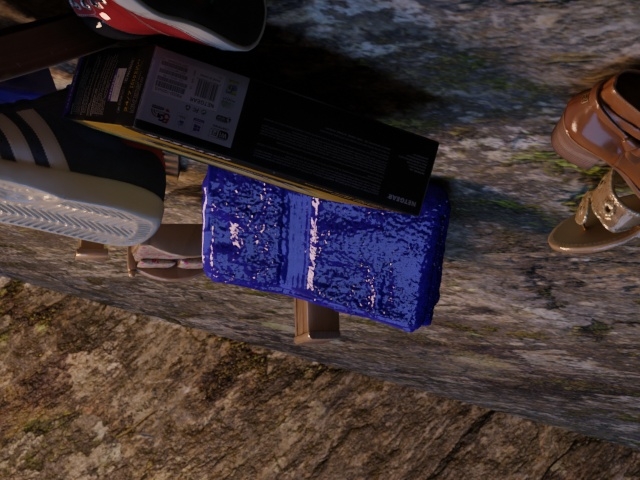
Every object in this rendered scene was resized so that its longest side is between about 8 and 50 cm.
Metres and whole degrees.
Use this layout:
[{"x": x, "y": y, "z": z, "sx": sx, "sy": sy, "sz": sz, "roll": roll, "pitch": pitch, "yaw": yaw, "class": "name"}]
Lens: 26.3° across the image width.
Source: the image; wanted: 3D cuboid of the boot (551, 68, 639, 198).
[{"x": 0.308, "y": -0.084, "z": 1.188, "sx": 0.197, "sy": 0.073, "sz": 0.152, "roll": 14, "pitch": 164, "yaw": -7, "class": "boot"}]

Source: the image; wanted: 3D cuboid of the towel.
[{"x": 0.000, "y": 0.000, "z": 1.692, "sx": 0.308, "sy": 0.076, "sz": 0.228, "roll": 12, "pitch": 134, "yaw": 11, "class": "towel"}]

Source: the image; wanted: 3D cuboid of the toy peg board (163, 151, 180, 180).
[{"x": -0.273, "y": -0.095, "z": 1.816, "sx": 0.161, "sy": 0.079, "sz": 0.160, "roll": 15, "pitch": 168, "yaw": -3, "class": "toy peg board"}]

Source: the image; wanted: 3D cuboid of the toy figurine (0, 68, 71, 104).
[{"x": -0.407, "y": -0.173, "z": 1.551, "sx": 0.362, "sy": 0.191, "sz": 0.217, "roll": 8, "pitch": 140, "yaw": -33, "class": "toy figurine"}]

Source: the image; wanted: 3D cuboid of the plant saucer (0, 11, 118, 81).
[{"x": -0.332, "y": -0.173, "z": 1.315, "sx": 0.277, "sy": 0.041, "sz": 0.278, "roll": -13, "pitch": -166, "yaw": 3, "class": "plant saucer"}]

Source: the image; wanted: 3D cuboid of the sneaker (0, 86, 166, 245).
[{"x": -0.332, "y": -0.104, "z": 1.454, "sx": 0.350, "sy": 0.148, "sz": 0.131, "roll": 15, "pitch": 152, "yaw": -18, "class": "sneaker"}]

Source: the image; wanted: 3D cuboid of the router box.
[{"x": -0.075, "y": -0.110, "z": 1.366, "sx": 0.308, "sy": 0.081, "sz": 0.243, "roll": 16, "pitch": 179, "yaw": -26, "class": "router box"}]

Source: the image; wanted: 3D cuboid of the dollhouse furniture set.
[{"x": -0.154, "y": 0.057, "z": 1.892, "sx": 0.355, "sy": 0.174, "sz": 0.303, "roll": -1, "pitch": 171, "yaw": -12, "class": "dollhouse furniture set"}]

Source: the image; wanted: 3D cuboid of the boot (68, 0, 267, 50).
[{"x": -0.180, "y": -0.222, "z": 1.133, "sx": 0.176, "sy": 0.088, "sz": 0.244, "roll": 9, "pitch": 170, "yaw": 32, "class": "boot"}]

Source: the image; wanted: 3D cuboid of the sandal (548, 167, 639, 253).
[{"x": 0.322, "y": -0.048, "z": 1.375, "sx": 0.240, "sy": 0.088, "sz": 0.079, "roll": -6, "pitch": 125, "yaw": 43, "class": "sandal"}]
